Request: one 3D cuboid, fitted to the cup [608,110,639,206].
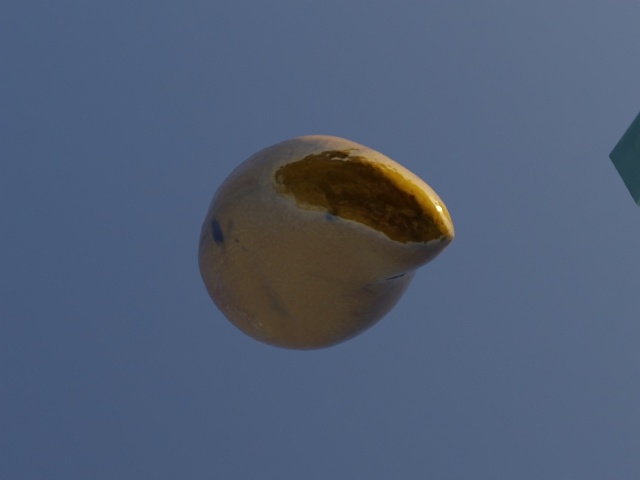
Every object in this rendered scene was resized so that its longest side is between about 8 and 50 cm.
[{"bbox_3d":[0.360,-0.133,1.304,0.134,0.235,0.148,8,-146,-24],"label":"cup"}]

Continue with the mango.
[{"bbox_3d":[0.002,-0.003,1.110,0.157,0.262,0.109,43,-126,-11],"label":"mango"}]
